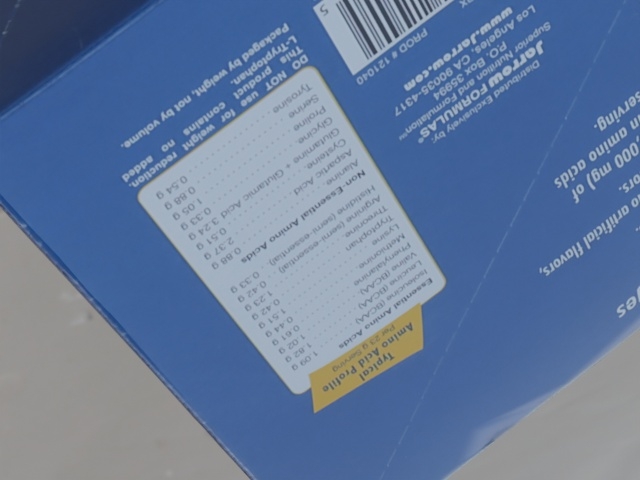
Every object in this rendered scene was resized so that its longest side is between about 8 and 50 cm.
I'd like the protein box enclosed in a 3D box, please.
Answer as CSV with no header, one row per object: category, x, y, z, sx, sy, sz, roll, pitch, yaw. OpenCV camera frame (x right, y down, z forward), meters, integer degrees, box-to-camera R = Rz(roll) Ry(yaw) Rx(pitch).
protein box,0.011,-0.054,0.444,0.200,0.136,0.201,-37,135,-3
